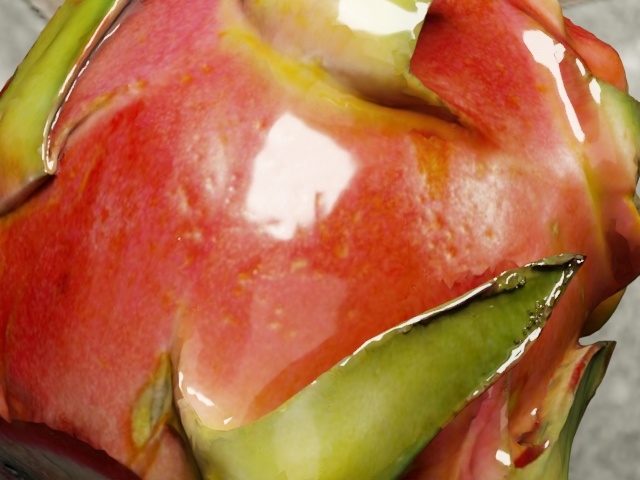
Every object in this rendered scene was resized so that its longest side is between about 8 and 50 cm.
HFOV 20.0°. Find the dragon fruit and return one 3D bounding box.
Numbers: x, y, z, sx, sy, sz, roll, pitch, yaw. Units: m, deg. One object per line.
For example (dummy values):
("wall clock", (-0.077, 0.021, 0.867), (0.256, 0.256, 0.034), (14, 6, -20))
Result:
("dragon fruit", (-0.004, 0.003, 0.552), (0.224, 0.224, 0.227), (34, 76, -11))
